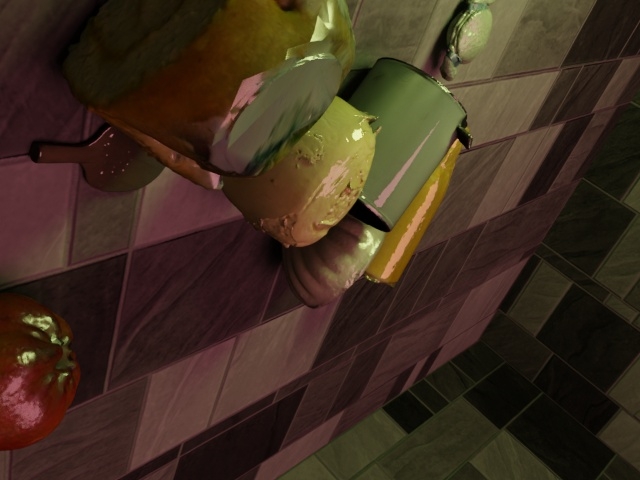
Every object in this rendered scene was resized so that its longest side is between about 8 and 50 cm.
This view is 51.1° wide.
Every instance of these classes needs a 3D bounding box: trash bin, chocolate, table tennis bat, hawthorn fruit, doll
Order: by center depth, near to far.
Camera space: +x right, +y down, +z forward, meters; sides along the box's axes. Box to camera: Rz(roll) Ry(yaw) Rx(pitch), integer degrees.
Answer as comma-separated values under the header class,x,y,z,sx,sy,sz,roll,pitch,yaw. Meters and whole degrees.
class,x,y,z,sx,sy,sz,roll,pitch,yaw
hawthorn fruit,-0.481,0.198,0.947,0.261,0.224,0.224,-22,148,-7
table tennis bat,-0.308,-0.125,0.974,0.234,0.022,0.131,-8,133,-56
trash bin,0.120,-0.179,1.286,0.262,0.277,0.217,-55,162,-5
doll,0.316,-0.441,1.431,0.104,0.072,0.214,-7,128,-55
chocolate,0.226,-0.105,1.681,0.162,0.162,0.445,4,118,-58

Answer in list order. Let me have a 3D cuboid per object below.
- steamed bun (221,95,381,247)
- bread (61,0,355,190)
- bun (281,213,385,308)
class,x,y,z,sx,sy,sz,roll,pitch,yaw
steamed bun,-0.046,-0.132,1.117,0.166,0.232,0.273,4,127,-54
bread,-0.093,-0.252,0.855,0.395,0.264,0.239,-48,147,-2
bun,0.000,0.000,1.455,0.263,0.175,0.263,-46,-165,16
